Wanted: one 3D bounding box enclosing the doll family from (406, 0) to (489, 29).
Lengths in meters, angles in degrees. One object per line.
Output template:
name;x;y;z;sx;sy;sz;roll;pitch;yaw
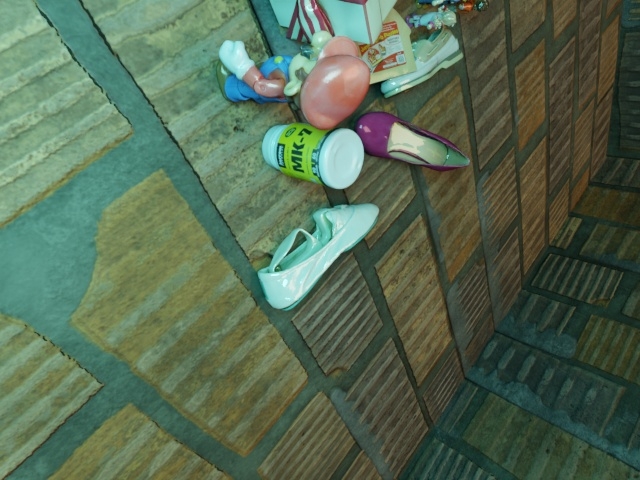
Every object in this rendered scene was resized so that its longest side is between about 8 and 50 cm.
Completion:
doll family;0.353;-0.652;1.114;0.262;0.163;0.119;-36;129;-30

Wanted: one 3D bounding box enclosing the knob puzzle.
knob puzzle;0.137;-0.493;1.027;0.212;0.030;0.214;-2;96;-21

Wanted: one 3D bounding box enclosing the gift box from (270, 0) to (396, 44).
gift box;0.010;-0.526;0.760;0.258;0.276;0.255;-60;150;-14

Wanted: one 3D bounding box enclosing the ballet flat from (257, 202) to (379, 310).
ballet flat;0.000;0.000;1.053;0.400;0.139;0.139;-44;132;-23

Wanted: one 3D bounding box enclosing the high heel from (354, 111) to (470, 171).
high heel;0.263;-0.273;1.157;0.377;0.181;0.127;-1;106;-46

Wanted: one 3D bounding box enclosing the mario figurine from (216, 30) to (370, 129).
mario figurine;-0.043;-0.306;0.729;0.198;0.320;0.170;-47;134;-22

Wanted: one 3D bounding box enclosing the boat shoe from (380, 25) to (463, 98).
boat shoe;0.264;-0.487;1.143;0.302;0.113;0.103;-38;109;-27

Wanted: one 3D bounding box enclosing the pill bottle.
pill bottle;-0.022;-0.184;0.882;0.119;0.208;0.119;-19;119;-40
